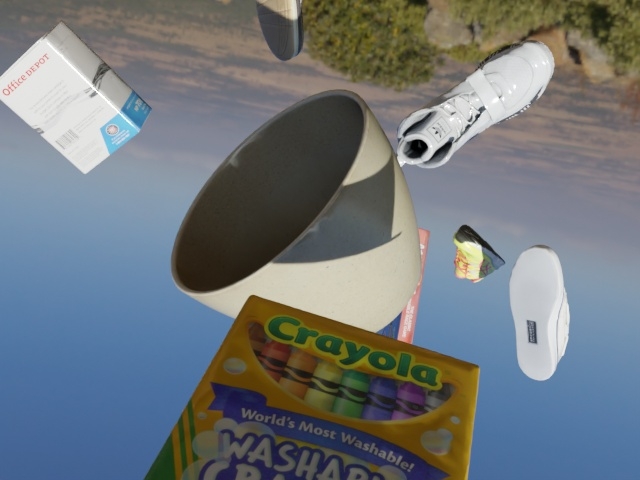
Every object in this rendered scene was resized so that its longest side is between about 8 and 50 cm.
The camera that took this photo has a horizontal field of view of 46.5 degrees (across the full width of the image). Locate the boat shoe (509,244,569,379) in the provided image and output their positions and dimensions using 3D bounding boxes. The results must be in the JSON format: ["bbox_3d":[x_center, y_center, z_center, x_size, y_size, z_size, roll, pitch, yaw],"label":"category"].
[{"bbox_3d":[0.388,0.117,1.304,0.095,0.258,0.084,18,-147,36],"label":"boat shoe"}]

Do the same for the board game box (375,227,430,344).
[{"bbox_3d":[0.111,0.131,1.146,0.027,0.281,0.145,15,162,-9],"label":"board game box"}]

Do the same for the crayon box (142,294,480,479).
[{"bbox_3d":[0.001,0.158,0.547,0.203,0.083,0.323,17,-147,6],"label":"crayon box"}]

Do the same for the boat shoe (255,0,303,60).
[{"bbox_3d":[-0.059,-0.459,1.283,0.092,0.285,0.103,-22,-160,-36],"label":"boat shoe"}]

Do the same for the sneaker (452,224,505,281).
[{"bbox_3d":[0.310,0.039,1.525,0.208,0.094,0.081,33,-163,-54],"label":"sneaker"}]

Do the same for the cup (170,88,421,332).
[{"bbox_3d":[0.000,0.000,0.997,0.237,0.331,0.331,43,166,-31],"label":"cup"}]

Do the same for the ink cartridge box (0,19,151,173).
[{"bbox_3d":[-0.383,-0.219,1.157,0.190,0.140,0.082,47,-151,-24],"label":"ink cartridge box"}]

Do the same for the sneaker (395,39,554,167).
[{"bbox_3d":[0.301,-0.262,1.524,0.366,0.137,0.210,-32,-174,40],"label":"sneaker"}]
